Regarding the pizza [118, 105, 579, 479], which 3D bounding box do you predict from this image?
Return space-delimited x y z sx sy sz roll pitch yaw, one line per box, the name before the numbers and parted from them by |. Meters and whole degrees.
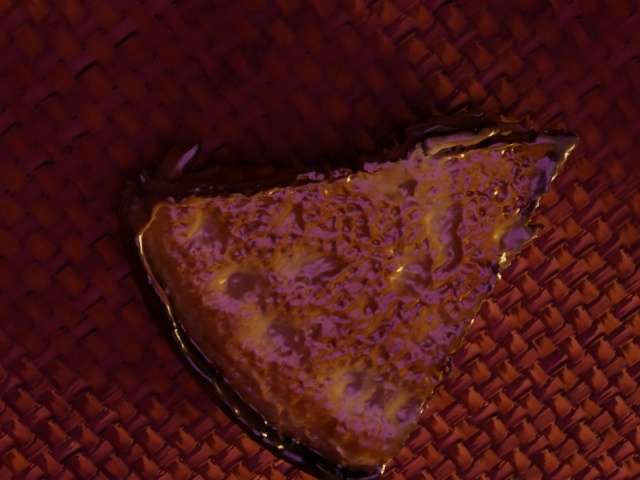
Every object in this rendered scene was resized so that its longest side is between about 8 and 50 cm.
pizza | 0.000 0.000 1.105 0.251 0.074 0.287 28 101 -21
